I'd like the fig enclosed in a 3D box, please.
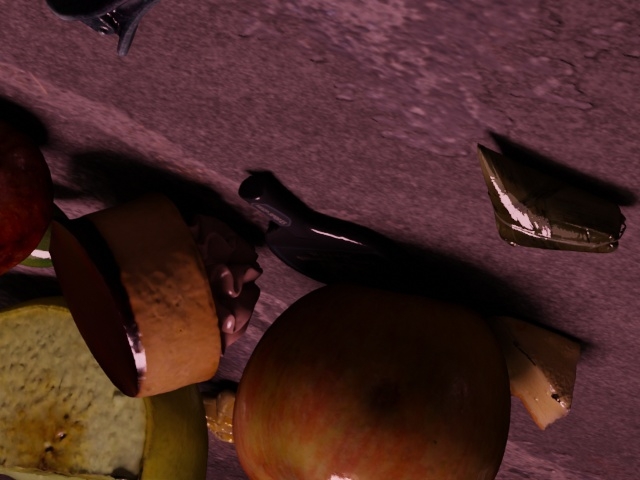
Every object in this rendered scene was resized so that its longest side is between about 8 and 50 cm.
[{"bbox_3d":[-0.338,-0.034,1.735,0.175,0.175,0.207,20,171,-2],"label":"fig"}]

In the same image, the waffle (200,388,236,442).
[{"bbox_3d":[-0.035,0.253,2.377,0.250,0.056,0.261,5,158,36],"label":"waffle"}]

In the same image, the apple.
[{"bbox_3d":[0.053,0.155,1.747,0.264,0.264,0.264,17,160,6],"label":"apple"}]

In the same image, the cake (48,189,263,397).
[{"bbox_3d":[-0.142,0.036,1.768,0.185,0.178,0.208,8,124,66],"label":"cake"}]

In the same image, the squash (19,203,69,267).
[{"bbox_3d":[-0.379,-0.047,1.851,0.292,0.082,0.082,21,160,0],"label":"squash"}]

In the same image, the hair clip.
[{"bbox_3d":[-0.090,-0.184,1.280,0.083,0.048,0.275,36,154,-30],"label":"hair clip"}]

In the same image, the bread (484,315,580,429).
[{"bbox_3d":[0.193,0.123,1.785,0.109,0.080,0.084,21,158,-12],"label":"bread"}]

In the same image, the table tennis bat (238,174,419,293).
[{"bbox_3d":[0.000,0.000,1.721,0.150,0.027,0.236,4,158,36],"label":"table tennis bat"}]

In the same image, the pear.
[{"bbox_3d":[-0.265,0.205,2.230,0.342,0.239,0.318,2,167,27],"label":"pear"}]

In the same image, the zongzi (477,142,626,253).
[{"bbox_3d":[0.181,-0.037,1.432,0.104,0.052,0.113,2,143,21],"label":"zongzi"}]
